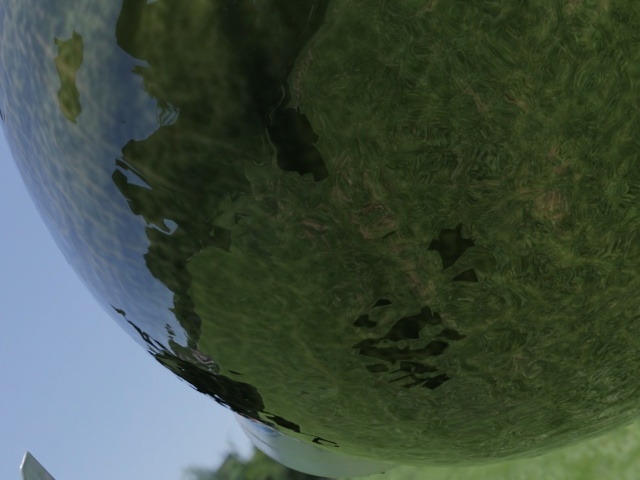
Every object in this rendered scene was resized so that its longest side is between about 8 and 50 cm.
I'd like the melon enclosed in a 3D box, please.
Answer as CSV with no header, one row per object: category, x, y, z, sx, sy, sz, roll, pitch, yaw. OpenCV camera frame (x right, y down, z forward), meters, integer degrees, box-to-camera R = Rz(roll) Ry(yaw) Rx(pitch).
melon,0.029,-0.054,0.476,0.237,0.237,0.302,-54,-28,0

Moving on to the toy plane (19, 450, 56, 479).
toy plane,-0.137,0.245,0.844,0.101,0.251,0.255,-42,29,44

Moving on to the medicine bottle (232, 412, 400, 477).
medicine bottle,0.000,0.000,0.929,0.170,0.170,0.293,-51,-30,-28
